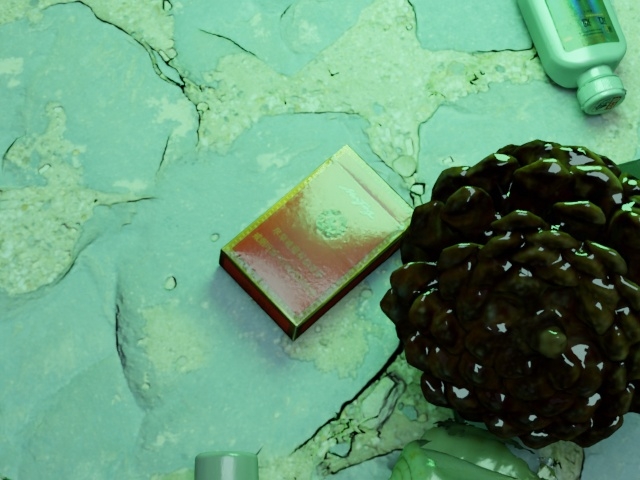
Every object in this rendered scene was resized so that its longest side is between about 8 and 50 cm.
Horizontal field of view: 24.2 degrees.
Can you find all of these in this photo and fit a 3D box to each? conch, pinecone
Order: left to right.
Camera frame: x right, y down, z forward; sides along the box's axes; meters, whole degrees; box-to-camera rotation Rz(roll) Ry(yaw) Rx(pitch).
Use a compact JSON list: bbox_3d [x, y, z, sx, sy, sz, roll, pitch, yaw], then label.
[{"bbox_3d":[0.198,0.299,1.897,0.250,0.143,0.137,-13,112,-24],"label":"conch"},{"bbox_3d":[0.271,0.053,1.876,0.398,0.398,0.398,2,68,-5],"label":"pinecone"}]

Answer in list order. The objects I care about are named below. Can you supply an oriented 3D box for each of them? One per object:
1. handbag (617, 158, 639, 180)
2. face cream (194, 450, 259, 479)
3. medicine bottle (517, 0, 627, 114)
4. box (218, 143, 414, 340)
[{"bbox_3d":[0.489,-0.003,2.072,0.260,0.079,0.247,-16,71,-13],"label":"handbag"},{"bbox_3d":[-0.115,0.418,1.836,0.143,0.089,0.314,1,76,-9],"label":"face cream"},{"bbox_3d":[0.375,-0.296,2.175,0.121,0.083,0.229,-13,71,-14],"label":"medicine bottle"},{"bbox_3d":[0.000,0.001,2.023,0.240,0.074,0.153,-41,74,-18],"label":"box"}]
